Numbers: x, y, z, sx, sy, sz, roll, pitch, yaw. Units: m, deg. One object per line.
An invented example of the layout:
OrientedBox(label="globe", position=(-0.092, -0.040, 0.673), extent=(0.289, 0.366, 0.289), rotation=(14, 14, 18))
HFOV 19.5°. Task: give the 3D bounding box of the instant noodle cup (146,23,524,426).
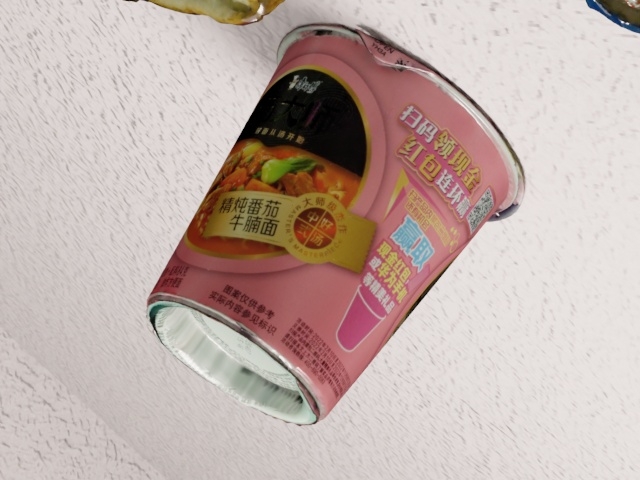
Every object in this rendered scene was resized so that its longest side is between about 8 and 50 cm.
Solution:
OrientedBox(label="instant noodle cup", position=(0.000, 0.000, 1.458), extent=(0.244, 0.255, 0.244), rotation=(29, 158, 13))

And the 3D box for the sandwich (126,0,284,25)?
OrientedBox(label="sandwich", position=(-0.147, -0.269, 1.299), extent=(0.226, 0.087, 0.251), rotation=(11, 148, 45))

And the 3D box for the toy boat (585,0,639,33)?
OrientedBox(label="toy boat", position=(0.180, -0.189, 1.025), extent=(0.080, 0.046, 0.229), rotation=(28, 160, 18))
